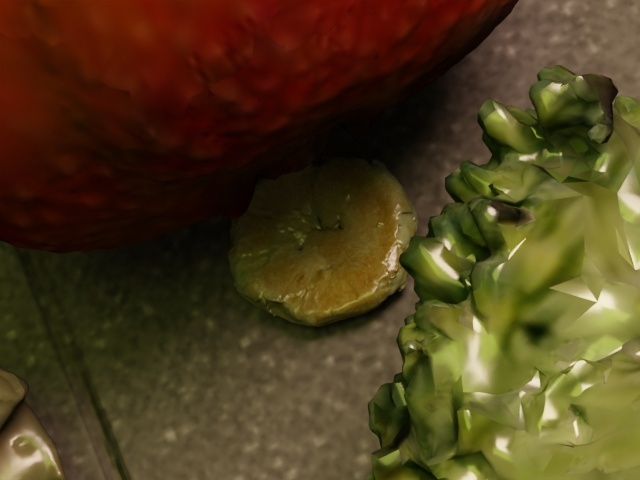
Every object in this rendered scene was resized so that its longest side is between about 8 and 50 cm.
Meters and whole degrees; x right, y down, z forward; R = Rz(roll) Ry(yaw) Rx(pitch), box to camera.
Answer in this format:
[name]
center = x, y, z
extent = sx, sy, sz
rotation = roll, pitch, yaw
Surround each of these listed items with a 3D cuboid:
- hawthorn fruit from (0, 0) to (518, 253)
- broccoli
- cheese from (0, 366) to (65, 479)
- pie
[hawthorn fruit]
center = -0.083, -0.167, 0.769
extent = 0.287, 0.287, 0.330
rotation = -32, 100, 2
[broccoli]
center = 0.190, 0.073, 0.666
extent = 0.334, 0.272, 0.324
rotation = -29, 104, -4
[cheese]
center = -0.196, 0.128, 0.813
extent = 0.175, 0.091, 0.202
rotation = 35, 82, 22
[pie]
center = 0.000, 0.000, 0.846
extent = 0.084, 0.020, 0.084
rotation = -6, 67, 15
